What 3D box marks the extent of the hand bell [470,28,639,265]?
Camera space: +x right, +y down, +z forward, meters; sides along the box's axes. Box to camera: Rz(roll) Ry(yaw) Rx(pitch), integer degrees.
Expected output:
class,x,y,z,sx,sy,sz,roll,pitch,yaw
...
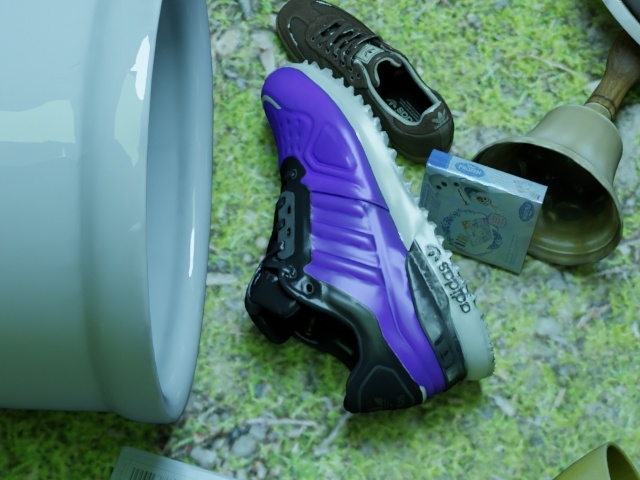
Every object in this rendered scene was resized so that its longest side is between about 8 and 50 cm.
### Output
class,x,y,z,sx,sy,sz,roll,pitch,yaw
hand bell,0.224,-0.108,1.197,0.126,0.126,0.242,28,56,12

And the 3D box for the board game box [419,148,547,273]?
class,x,y,z,sx,sy,sz,roll,pitch,yaw
board game box,0.118,-0.021,1.148,0.090,0.090,0.020,20,54,9

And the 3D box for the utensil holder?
class,x,y,z,sx,sy,sz,roll,pitch,yaw
utensil holder,-0.281,-0.046,1.038,0.386,0.327,0.327,1,65,4

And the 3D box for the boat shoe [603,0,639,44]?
class,x,y,z,sx,sy,sz,roll,pitch,yaw
boat shoe,0.308,-0.169,1.183,0.117,0.097,0.324,-15,70,-43

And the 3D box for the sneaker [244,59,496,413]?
class,x,y,z,sx,sy,sz,roll,pitch,yaw
sneaker,0.000,0.000,1.132,0.146,0.102,0.293,-25,68,-11

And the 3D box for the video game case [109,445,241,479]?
class,x,y,z,sx,sy,sz,roll,pitch,yaw
video game case,-0.078,0.250,1.059,0.190,0.022,0.173,16,65,6

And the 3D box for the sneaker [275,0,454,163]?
class,x,y,z,sx,sy,sz,roll,pitch,yaw
sneaker,0.039,-0.144,1.217,0.066,0.071,0.188,-42,72,-17

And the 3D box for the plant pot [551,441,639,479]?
class,x,y,z,sx,sy,sz,roll,pitch,yaw
plant pot,0.179,0.215,1.029,0.095,0.134,0.134,-25,64,18
